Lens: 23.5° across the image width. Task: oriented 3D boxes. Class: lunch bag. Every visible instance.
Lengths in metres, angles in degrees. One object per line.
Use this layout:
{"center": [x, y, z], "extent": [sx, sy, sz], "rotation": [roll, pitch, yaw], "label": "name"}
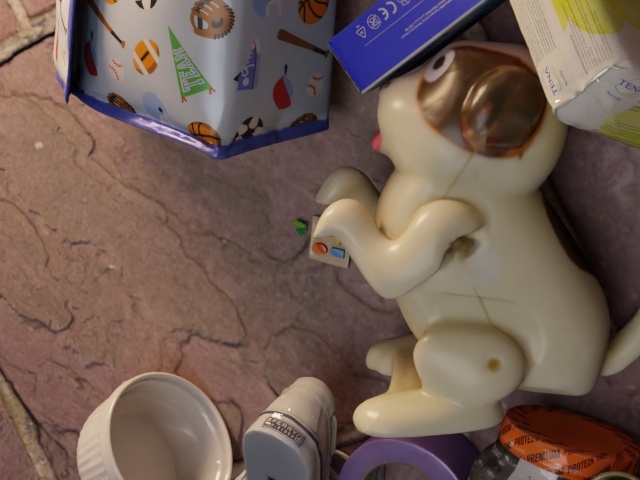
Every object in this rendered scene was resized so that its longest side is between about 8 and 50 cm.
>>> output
{"center": [-0.184, -0.309, 1.840], "extent": [0.385, 0.239, 0.328], "rotation": [25, 119, 38], "label": "lunch bag"}

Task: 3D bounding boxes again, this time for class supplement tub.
{"center": [0.254, 0.380, 1.818], "extent": [0.207, 0.207, 0.338], "rotation": [18, 104, 22], "label": "supplement tub"}

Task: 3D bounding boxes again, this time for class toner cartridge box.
{"center": [0.181, -0.297, 1.676], "extent": [0.348, 0.165, 0.075], "rotation": [-35, 88, 33], "label": "toner cartridge box"}

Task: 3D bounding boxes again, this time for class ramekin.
{"center": [-0.232, 0.291, 2.080], "extent": [0.109, 0.207, 0.207], "rotation": [-29, 91, 42], "label": "ramekin"}

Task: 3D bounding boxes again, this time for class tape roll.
{"center": [0.122, 0.327, 1.966], "extent": [0.189, 0.080, 0.189], "rotation": [9, 111, 25], "label": "tape roll"}

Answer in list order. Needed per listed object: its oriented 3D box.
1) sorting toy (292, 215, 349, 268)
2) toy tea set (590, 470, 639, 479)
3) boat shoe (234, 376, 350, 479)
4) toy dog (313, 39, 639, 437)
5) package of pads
{"center": [0.000, 0.000, 1.963], "extent": [0.083, 0.012, 0.062], "rotation": [14, 113, 24], "label": "sorting toy"}
{"center": [0.271, 0.358, 1.626], "extent": [0.336, 0.124, 0.200], "rotation": [-22, 86, 24], "label": "toy tea set"}
{"center": [-0.032, 0.285, 2.009], "extent": [0.135, 0.156, 0.367], "rotation": [27, 147, 16], "label": "boat shoe"}
{"center": [0.178, -0.018, 1.709], "extent": [0.395, 0.284, 0.408], "rotation": [-2, 106, 16], "label": "toy dog"}
{"center": [0.309, -0.198, 1.519], "extent": [0.101, 0.296, 0.229], "rotation": [-36, 57, 34], "label": "package of pads"}
